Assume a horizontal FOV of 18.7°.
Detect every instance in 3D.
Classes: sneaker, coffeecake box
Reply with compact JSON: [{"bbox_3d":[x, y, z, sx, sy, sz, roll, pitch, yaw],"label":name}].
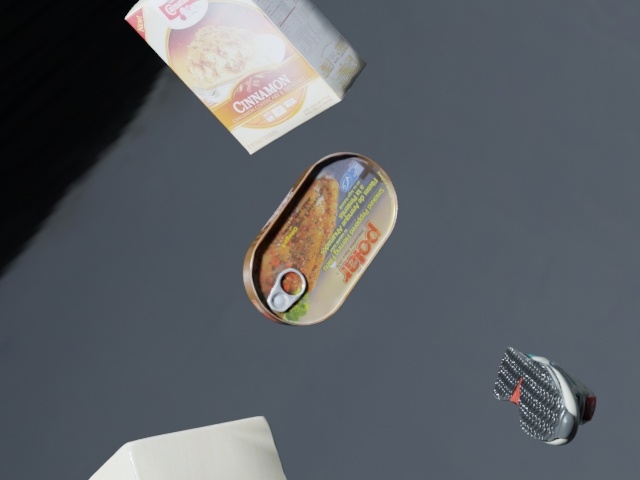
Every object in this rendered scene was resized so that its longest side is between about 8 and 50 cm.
[{"bbox_3d":[0.196,0.129,1.579,0.075,0.057,0.161,14,-173,-13],"label":"sneaker"},{"bbox_3d":[-0.072,-0.193,1.881,0.185,0.068,0.142,47,136,-15],"label":"coffeecake box"}]

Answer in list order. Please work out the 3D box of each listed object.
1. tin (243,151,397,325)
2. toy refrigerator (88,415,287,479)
[{"bbox_3d":[0.000,0.000,1.923,0.106,0.190,0.040,39,162,-8],"label":"tin"},{"bbox_3d":[-0.055,0.258,1.226,0.094,0.102,0.269,-45,59,56],"label":"toy refrigerator"}]
